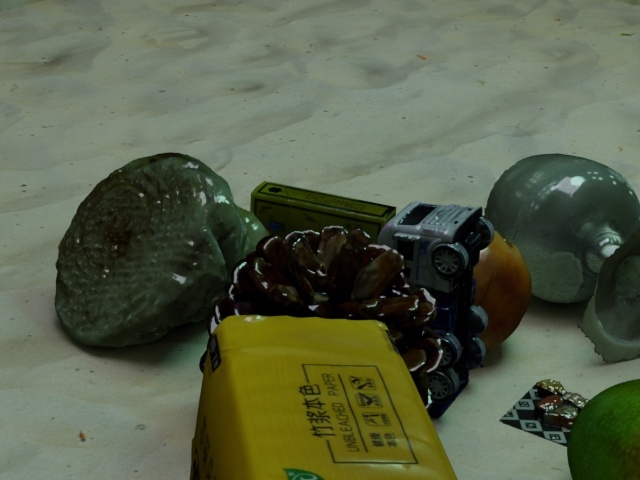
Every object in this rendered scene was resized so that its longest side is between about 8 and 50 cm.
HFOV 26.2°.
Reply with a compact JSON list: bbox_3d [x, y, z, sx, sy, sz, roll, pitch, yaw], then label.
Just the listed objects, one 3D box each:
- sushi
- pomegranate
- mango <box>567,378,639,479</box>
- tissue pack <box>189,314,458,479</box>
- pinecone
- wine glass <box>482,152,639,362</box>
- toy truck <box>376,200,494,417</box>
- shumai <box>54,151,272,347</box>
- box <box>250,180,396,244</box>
[{"bbox_3d":[0.314,0.219,1.796,0.120,0.026,0.126,18,29,27],"label":"sushi"},{"bbox_3d":[0.199,0.065,1.930,0.191,0.191,0.191,2,25,-1],"label":"pomegranate"},{"bbox_3d":[0.399,0.260,1.526,0.225,0.201,0.382,-23,17,1],"label":"mango"},{"bbox_3d":[-0.003,0.285,1.316,0.228,0.293,0.382,2,25,-13],"label":"tissue pack"},{"bbox_3d":[0.000,0.125,1.660,0.298,0.295,0.242,21,25,14],"label":"pinecone"},{"bbox_3d":[0.391,0.006,2.035,0.238,0.238,0.323,-8,25,-21],"label":"wine glass"},{"bbox_3d":[0.130,0.080,1.791,0.155,0.268,0.124,12,26,23],"label":"toy truck"},{"bbox_3d":[-0.197,0.044,1.987,0.309,0.304,0.263,26,-1,43],"label":"shumai"},{"bbox_3d":[0.000,0.000,2.094,0.220,0.141,0.064,10,26,16],"label":"box"}]
